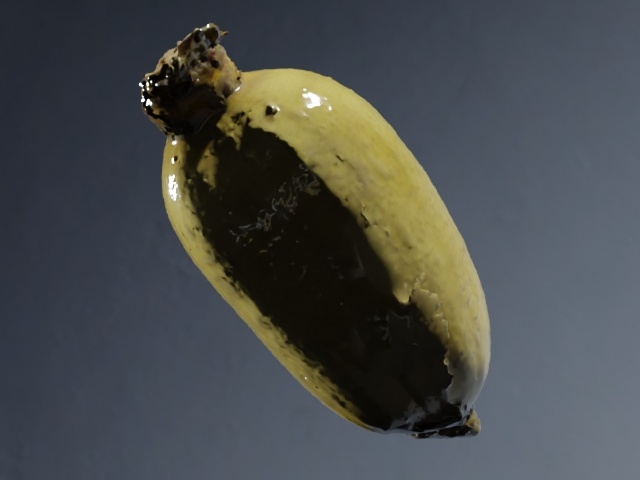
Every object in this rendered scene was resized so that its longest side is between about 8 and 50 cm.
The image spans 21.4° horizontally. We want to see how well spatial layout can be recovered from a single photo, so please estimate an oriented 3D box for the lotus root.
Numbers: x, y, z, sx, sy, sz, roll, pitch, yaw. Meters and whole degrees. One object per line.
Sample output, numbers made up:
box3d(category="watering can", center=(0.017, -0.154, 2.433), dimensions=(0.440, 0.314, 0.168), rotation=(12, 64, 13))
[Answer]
box3d(category="lotus root", center=(0.002, -0.002, 1.030), dimensions=(0.146, 0.303, 0.131), rotation=(-34, 14, 14))
